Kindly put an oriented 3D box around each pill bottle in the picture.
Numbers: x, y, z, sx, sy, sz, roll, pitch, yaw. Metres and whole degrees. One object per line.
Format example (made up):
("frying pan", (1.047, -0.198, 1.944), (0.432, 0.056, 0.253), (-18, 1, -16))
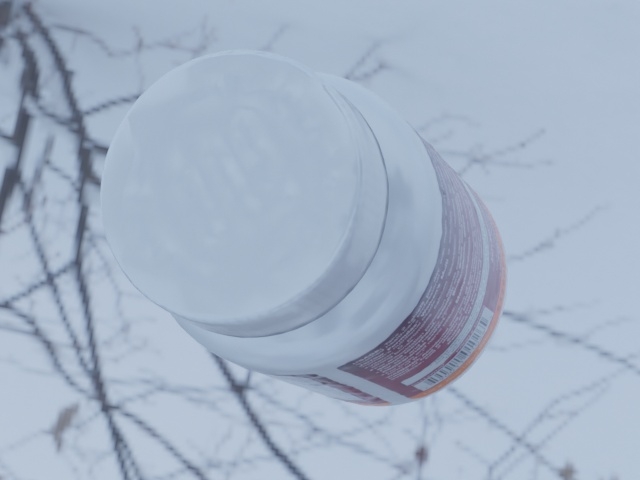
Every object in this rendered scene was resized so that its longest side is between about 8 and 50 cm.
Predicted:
("pill bottle", (0.000, 0.000, 0.687), (0.121, 0.121, 0.221), (1, 169, 17))
